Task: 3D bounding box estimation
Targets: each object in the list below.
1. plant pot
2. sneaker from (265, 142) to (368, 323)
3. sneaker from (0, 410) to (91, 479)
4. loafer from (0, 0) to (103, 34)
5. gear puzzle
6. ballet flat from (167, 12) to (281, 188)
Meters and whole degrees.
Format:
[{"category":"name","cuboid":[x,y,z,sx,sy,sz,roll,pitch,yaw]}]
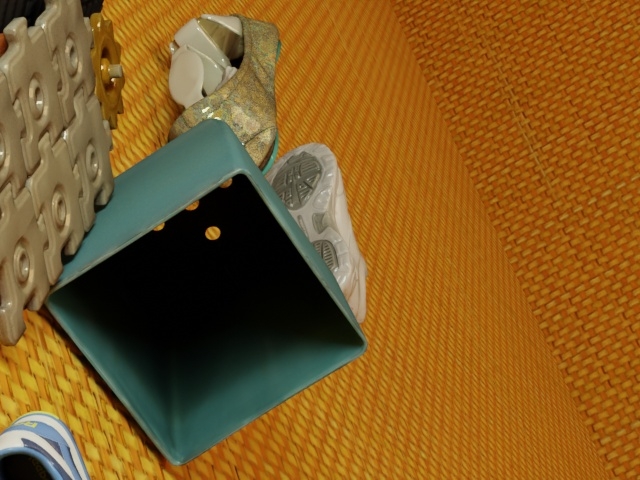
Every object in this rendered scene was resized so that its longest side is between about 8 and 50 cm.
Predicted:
[{"category":"plant pot","cuboid":[-0.092,0.012,1.301,0.166,0.165,0.234,55,6,-23]},{"category":"sneaker","cuboid":[0.000,0.000,1.878,0.115,0.090,0.232,56,20,-48]},{"category":"sneaker","cuboid":[-0.142,0.166,0.991,0.144,0.053,0.059,53,11,5]},{"category":"loafer","cuboid":[-0.257,-0.170,1.194,0.130,0.134,0.366,24,13,7]},{"category":"gear puzzle","cuboid":[-0.191,-0.080,1.189,0.339,0.044,0.175,-70,155,-62]},{"category":"ballet flat","cuboid":[-0.103,-0.166,1.767,0.123,0.123,0.348,55,14,-25]}]
